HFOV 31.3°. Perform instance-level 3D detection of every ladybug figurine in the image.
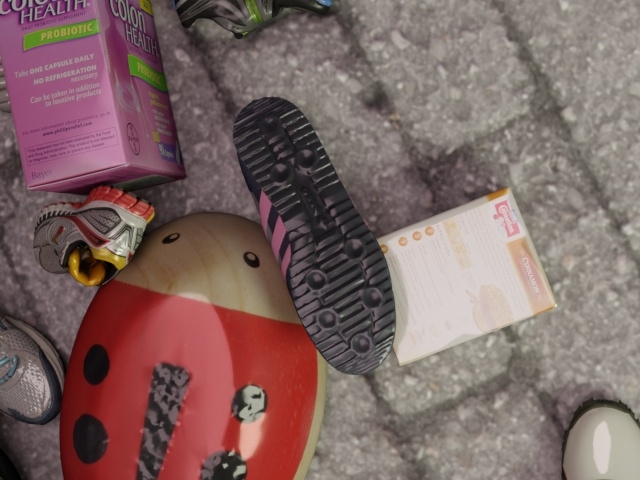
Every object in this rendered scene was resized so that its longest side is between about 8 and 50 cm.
[{"bbox_3d":[-0.154,0.189,1.281,0.305,0.162,0.449,10,91,9],"label":"ladybug figurine"}]

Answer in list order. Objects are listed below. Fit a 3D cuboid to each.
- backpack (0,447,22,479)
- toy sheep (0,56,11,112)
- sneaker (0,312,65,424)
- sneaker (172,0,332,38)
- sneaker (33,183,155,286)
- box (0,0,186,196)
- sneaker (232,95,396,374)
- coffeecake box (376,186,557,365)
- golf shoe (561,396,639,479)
[{"bbox_3d":[-0.471,0.282,1.278,0.355,0.290,0.273,40,97,-19],"label":"backpack"},{"bbox_3d":[-0.373,-0.197,1.360,0.091,0.091,0.132,-13,101,9],"label":"toy sheep"},{"bbox_3d":[-0.421,0.115,1.344,0.283,0.122,0.110,44,97,7],"label":"sneaker"},{"bbox_3d":[-0.078,-0.274,1.329,0.188,0.067,0.078,1,111,7],"label":"sneaker"},{"bbox_3d":[-0.271,0.006,1.285,0.088,0.225,0.093,28,64,-25],"label":"sneaker"},{"bbox_3d":[-0.255,-0.179,1.273,0.117,0.213,0.243,-13,87,9],"label":"box"},{"bbox_3d":[0.000,0.000,1.260,0.112,0.131,0.319,-20,76,-2],"label":"sneaker"},{"bbox_3d":[0.152,0.041,1.280,0.185,0.068,0.142,-22,85,8],"label":"coffeecake box"},{"bbox_3d":[0.314,0.309,1.229,0.105,0.120,0.273,-1,88,11],"label":"golf shoe"}]
